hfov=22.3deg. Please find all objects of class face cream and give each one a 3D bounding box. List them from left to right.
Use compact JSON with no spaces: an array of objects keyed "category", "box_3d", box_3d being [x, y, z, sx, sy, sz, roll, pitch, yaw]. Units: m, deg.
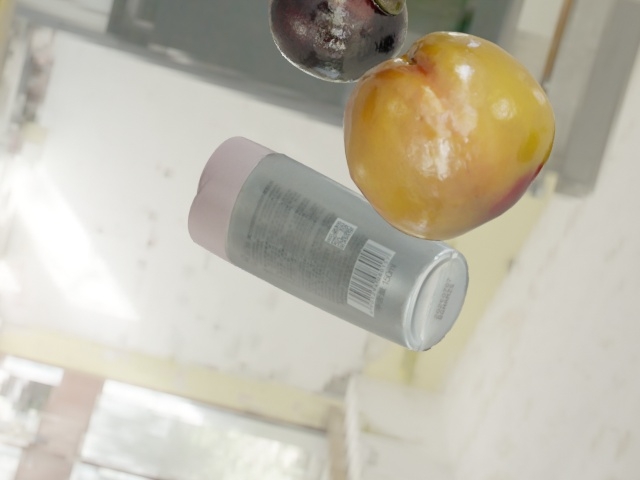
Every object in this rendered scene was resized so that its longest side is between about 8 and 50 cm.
[{"category":"face cream","box_3d":[0.000,0.000,1.364,0.073,0.269,0.107,15,99,-51]}]

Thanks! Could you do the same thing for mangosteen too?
[{"category":"mangosteen","box_3d":[0.022,-0.241,1.694,0.152,0.152,0.153,-166,-90,-86]}]

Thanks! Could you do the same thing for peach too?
[{"category":"peach","box_3d":[0.082,-0.071,1.064,0.138,0.138,0.138,-166,-90,-86]}]
